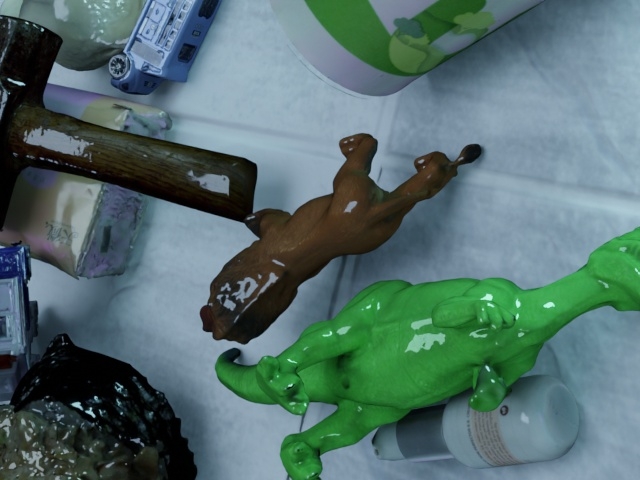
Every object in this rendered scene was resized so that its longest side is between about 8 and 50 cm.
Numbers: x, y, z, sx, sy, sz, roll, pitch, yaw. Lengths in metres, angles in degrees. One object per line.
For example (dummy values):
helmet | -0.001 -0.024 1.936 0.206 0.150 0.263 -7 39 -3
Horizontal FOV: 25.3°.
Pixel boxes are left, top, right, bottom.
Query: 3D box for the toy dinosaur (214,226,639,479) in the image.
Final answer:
toy dinosaur | 0.087 0.058 1.300 0.374 0.144 0.500 -30 15 -7

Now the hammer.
hammer | -0.244 -0.100 1.551 0.408 0.095 0.243 15 85 29

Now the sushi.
sushi | -0.272 0.242 1.492 0.225 0.218 0.238 39 134 10

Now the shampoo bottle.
shampoo bottle | 0.133 0.165 1.249 0.192 0.074 0.074 -17 68 43

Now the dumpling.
dumpling | -0.284 -0.294 1.754 0.215 0.126 0.166 -3 50 56

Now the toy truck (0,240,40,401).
toy truck | -0.387 0.114 1.648 0.268 0.124 0.155 107 156 -66

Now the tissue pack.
tissue pack | -0.311 -0.076 1.710 0.256 0.123 0.215 16 89 37

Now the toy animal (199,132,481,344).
toy animal | 0.000 0.000 1.358 0.312 0.097 0.157 -33 21 34

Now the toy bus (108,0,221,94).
toy bus | -0.177 -0.238 1.650 0.076 0.073 0.167 31 103 20

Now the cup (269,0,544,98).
cup | 0.098 -0.278 1.288 0.274 0.253 0.253 -35 57 41
